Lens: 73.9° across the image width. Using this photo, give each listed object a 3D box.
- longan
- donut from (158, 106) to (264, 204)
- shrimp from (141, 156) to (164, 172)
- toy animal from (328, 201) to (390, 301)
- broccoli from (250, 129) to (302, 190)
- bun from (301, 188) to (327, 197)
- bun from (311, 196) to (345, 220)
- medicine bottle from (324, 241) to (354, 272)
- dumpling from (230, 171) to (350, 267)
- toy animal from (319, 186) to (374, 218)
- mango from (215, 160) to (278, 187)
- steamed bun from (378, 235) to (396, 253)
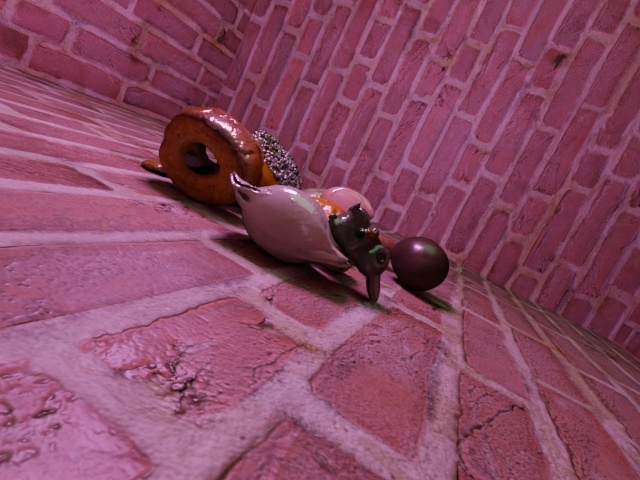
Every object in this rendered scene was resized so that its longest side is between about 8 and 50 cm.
[{"bbox_3d":[0.352,0.081,1.511,0.196,0.197,0.220,20,9,-29],"label":"longan"},{"bbox_3d":[-0.331,-0.250,1.288,0.317,0.299,0.150,3,17,18],"label":"donut"},{"bbox_3d":[-0.537,-0.258,1.493,0.115,0.051,0.217,25,12,13],"label":"shrimp"},{"bbox_3d":[0.115,0.031,1.108,0.251,0.125,0.127,63,26,3],"label":"toy animal"},{"bbox_3d":[-0.229,-0.341,1.985,0.272,0.324,0.334,13,-7,36],"label":"broccoli"},{"bbox_3d":[0.007,-0.158,1.953,0.283,0.179,0.283,23,12,-5],"label":"bun"},{"bbox_3d":[-0.007,-0.063,1.452,0.299,0.165,0.299,26,8,-4],"label":"bun"},{"bbox_3d":[0.000,0.000,1.235,0.239,0.124,0.124,29,10,12],"label":"medicine bottle"},{"bbox_3d":[-0.080,-0.030,1.087,0.341,0.181,0.260,14,-14,0],"label":"dumpling"},{"bbox_3d":[0.083,-0.111,1.701,0.213,0.195,0.256,43,-20,3],"label":"toy animal"},{"bbox_3d":[-0.251,-0.203,1.519,0.211,0.173,0.317,15,-15,28],"label":"mango"},{"bbox_3d":[0.206,0.028,1.708,0.144,0.106,0.175,16,-2,-20],"label":"steamed bun"}]
